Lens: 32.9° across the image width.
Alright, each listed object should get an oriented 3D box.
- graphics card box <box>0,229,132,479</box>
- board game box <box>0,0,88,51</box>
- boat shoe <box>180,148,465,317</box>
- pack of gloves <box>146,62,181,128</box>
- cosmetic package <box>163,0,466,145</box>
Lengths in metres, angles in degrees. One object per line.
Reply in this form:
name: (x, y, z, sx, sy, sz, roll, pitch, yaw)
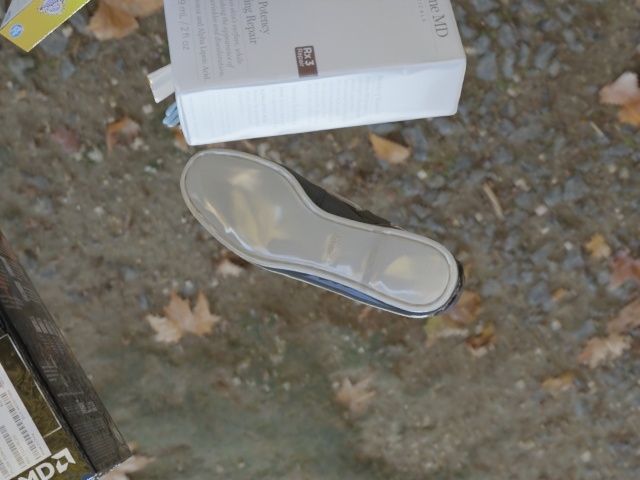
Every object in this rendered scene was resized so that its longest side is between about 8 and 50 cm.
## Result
graphics card box: (-0.318, 0.075, 1.018, 0.094, 0.371, 0.233, -32, 176, -6)
board game box: (-0.420, -0.501, 1.897, 0.316, 0.242, 0.064, -26, 131, 36)
boat shoe: (0.000, 0.000, 1.184, 0.112, 0.335, 0.095, -64, 163, -5)
pack of gloves: (-0.195, -0.300, 1.906, 0.232, 0.046, 0.195, -31, 158, -12)
cosmetic package: (-0.006, -0.157, 0.890, 0.231, 0.117, 0.085, -9, 153, -4)
